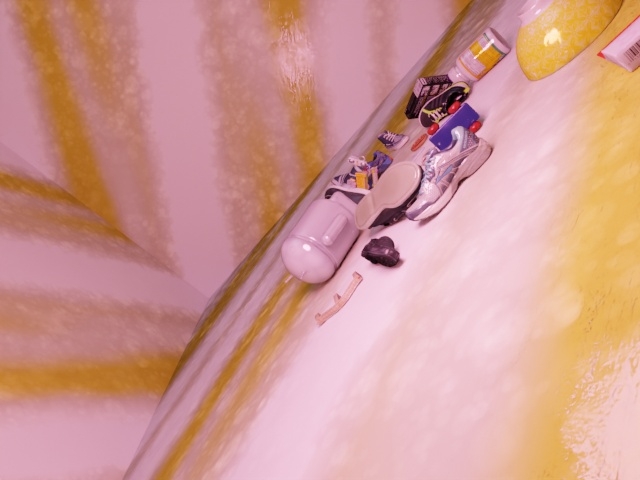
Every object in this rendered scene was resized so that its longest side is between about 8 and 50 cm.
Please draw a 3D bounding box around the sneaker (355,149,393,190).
[{"bbox_3d":[0.202,-0.280,2.243,0.221,0.087,0.083,-53,11,-15],"label":"sneaker"}]

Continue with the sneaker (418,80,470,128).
[{"bbox_3d":[0.447,-0.493,1.993,0.235,0.084,0.097,-42,16,36],"label":"sneaker"}]

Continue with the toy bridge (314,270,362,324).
[{"bbox_3d":[0.051,0.171,1.548,0.188,0.026,0.063,-49,13,8],"label":"toy bridge"}]

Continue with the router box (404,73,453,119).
[{"bbox_3d":[0.409,-0.543,2.064,0.133,0.046,0.178,-11,-29,-18],"label":"router box"}]

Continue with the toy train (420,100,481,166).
[{"bbox_3d":[0.380,-0.320,1.688,0.248,0.105,0.143,-46,2,22],"label":"toy train"}]

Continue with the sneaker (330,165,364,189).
[{"bbox_3d":[0.143,-0.283,2.438,0.153,0.099,0.282,-54,18,4],"label":"sneaker"}]

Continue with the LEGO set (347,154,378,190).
[{"bbox_3d":[0.154,-0.201,2.159,0.107,0.132,0.286,-34,-33,-45],"label":"LEGO set"}]

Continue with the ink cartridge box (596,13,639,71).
[{"bbox_3d":[0.665,-0.452,1.119,0.189,0.066,0.232,-45,17,25],"label":"ink cartridge box"}]

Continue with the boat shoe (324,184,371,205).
[{"bbox_3d":[0.096,-0.142,2.034,0.303,0.114,0.091,8,68,61],"label":"boat shoe"}]

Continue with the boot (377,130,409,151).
[{"bbox_3d":[0.307,-0.436,2.336,0.069,0.086,0.190,-53,12,-11],"label":"boot"}]

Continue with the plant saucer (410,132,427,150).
[{"bbox_3d":[0.375,-0.370,2.056,0.083,0.013,0.083,-47,12,13],"label":"plant saucer"}]

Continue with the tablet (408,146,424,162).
[{"bbox_3d":[0.346,-0.308,1.989,0.083,0.006,0.054,-51,11,-6],"label":"tablet"}]

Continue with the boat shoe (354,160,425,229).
[{"bbox_3d":[0.226,-0.123,1.609,0.340,0.113,0.127,131,137,-51],"label":"boat shoe"}]

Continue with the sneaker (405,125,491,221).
[{"bbox_3d":[0.308,-0.177,1.429,0.283,0.122,0.110,-50,12,5],"label":"sneaker"}]

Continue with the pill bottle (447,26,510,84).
[{"bbox_3d":[0.566,-0.652,1.961,0.208,0.118,0.117,-42,14,35],"label":"pill bottle"}]

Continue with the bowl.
[{"bbox_3d":[0.624,-0.590,1.454,0.289,0.156,0.289,-48,12,14],"label":"bowl"}]

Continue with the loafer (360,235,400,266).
[{"bbox_3d":[0.165,0.023,1.458,0.078,0.076,0.223,-59,9,-4],"label":"loafer"}]

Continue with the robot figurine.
[{"bbox_3d":[0.000,0.000,1.843,0.353,0.200,0.300,-56,4,-25],"label":"robot figurine"}]
